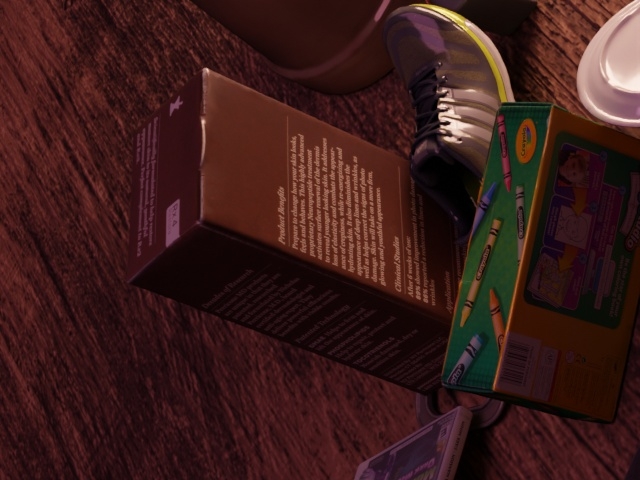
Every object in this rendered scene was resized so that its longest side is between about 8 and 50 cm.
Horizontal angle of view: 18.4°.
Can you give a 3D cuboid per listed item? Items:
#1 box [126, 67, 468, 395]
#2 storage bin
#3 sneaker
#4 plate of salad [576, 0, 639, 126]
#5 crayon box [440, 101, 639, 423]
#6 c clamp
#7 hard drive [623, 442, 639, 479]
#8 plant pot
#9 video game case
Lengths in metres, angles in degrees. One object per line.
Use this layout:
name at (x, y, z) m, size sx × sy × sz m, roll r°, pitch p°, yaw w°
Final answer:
box at (0.000, 0.000, 1.980) m, size 0.143 × 0.381 × 0.191 m, roll -36°, pitch 42°, yaw 40°
storage bin at (0.161, -0.271, 2.114) m, size 0.098 × 0.135 × 0.091 m, roll -48°, pitch 54°, yaw 30°
sneaker at (0.138, -0.117, 2.014) m, size 0.111 × 0.121 × 0.300 m, roll -49°, pitch 62°, yaw 42°
plate of salad at (0.340, -0.176, 1.883) m, size 0.199 × 0.048 × 0.200 m, roll -21°, pitch 39°, yaw 19°
crayon box at (0.226, 0.023, 1.885) m, size 0.081 × 0.165 × 0.279 m, roll 5°, pitch 80°, yaw 52°
c clamp at (0.140, 0.138, 2.068) m, size 0.160 × 0.022 × 0.137 m, roll -11°, pitch 68°, yaw 50°
hard drive at (0.341, 0.169, 1.717) m, size 0.255 × 0.054 × 0.172 m, roll -65°, pitch 13°, yaw -1°
plant pot at (-0.051, -0.362, 2.290) m, size 0.323 × 0.280 × 0.323 m, roll -25°, pitch 57°, yaw 45°
video game case at (0.075, 0.273, 2.026) m, size 0.190 × 0.022 × 0.173 m, roll -37°, pitch 25°, yaw 47°
